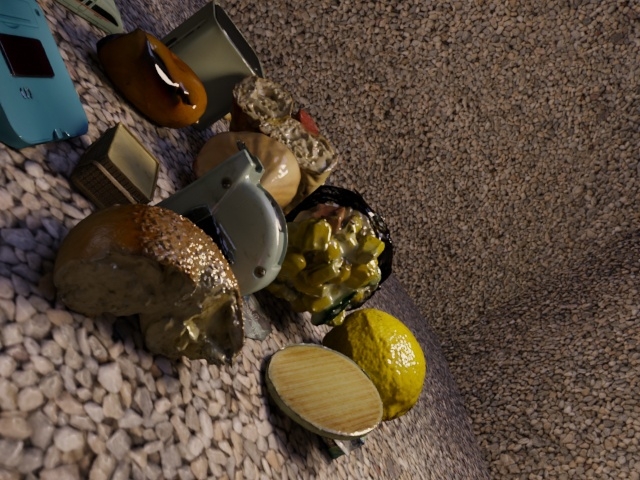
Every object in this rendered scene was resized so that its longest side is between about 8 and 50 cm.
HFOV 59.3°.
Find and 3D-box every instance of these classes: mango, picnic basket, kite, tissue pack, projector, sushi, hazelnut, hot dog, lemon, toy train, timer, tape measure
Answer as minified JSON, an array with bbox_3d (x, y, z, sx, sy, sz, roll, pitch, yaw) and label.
[{"bbox_3d":[-0.385,-0.379,1.324,0.287,0.152,0.201,45,21,-46],"label":"mango"},{"bbox_3d":[-0.351,-0.119,0.979,0.115,0.079,0.164,53,13,-31],"label":"picnic basket"},{"bbox_3d":[-0.197,0.084,1.247,0.310,0.015,0.169,60,13,7],"label":"kite"},{"bbox_3d":[0.034,0.403,1.205,0.111,0.085,0.079,57,13,-7],"label":"tissue pack"},{"bbox_3d":[-0.331,-0.508,1.647,0.248,0.249,0.249,49,16,-37],"label":"projector"},{"bbox_3d":[0.019,0.058,1.374,0.329,0.328,0.285,48,14,-16],"label":"sushi"},{"bbox_3d":[-0.171,-0.136,1.338,0.261,0.261,0.241,56,4,-10],"label":"hazelnut"},{"bbox_3d":[-0.121,-0.231,1.613,0.367,0.196,0.365,50,-30,15],"label":"hot dog"},{"bbox_3d":[0.128,0.306,1.417,0.268,0.268,0.322,48,10,-41],"label":"lemon"},{"bbox_3d":[-0.561,-0.584,1.288,0.086,0.088,0.407,59,11,9],"label":"toy train"},{"bbox_3d":[-0.487,-0.263,0.877,0.232,0.091,0.250,-76,144,-75],"label":"timer"},{"bbox_3d":[-0.179,-0.014,1.000,0.246,0.243,0.125,60,9,7],"label":"tape measure"}]

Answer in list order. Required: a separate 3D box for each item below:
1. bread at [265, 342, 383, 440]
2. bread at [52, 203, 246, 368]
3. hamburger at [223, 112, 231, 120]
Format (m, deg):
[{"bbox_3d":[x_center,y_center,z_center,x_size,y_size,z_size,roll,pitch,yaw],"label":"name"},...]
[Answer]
[{"bbox_3d":[0.007,0.310,1.162,0.267,0.040,0.267,20,23,-9],"label":"bread"},{"bbox_3d":[-0.226,0.051,0.837,0.314,0.171,0.192,49,18,-39],"label":"bread"},{"bbox_3d":[-0.329,-0.491,1.987,0.164,0.093,0.189,64,14,16],"label":"hamburger"}]
